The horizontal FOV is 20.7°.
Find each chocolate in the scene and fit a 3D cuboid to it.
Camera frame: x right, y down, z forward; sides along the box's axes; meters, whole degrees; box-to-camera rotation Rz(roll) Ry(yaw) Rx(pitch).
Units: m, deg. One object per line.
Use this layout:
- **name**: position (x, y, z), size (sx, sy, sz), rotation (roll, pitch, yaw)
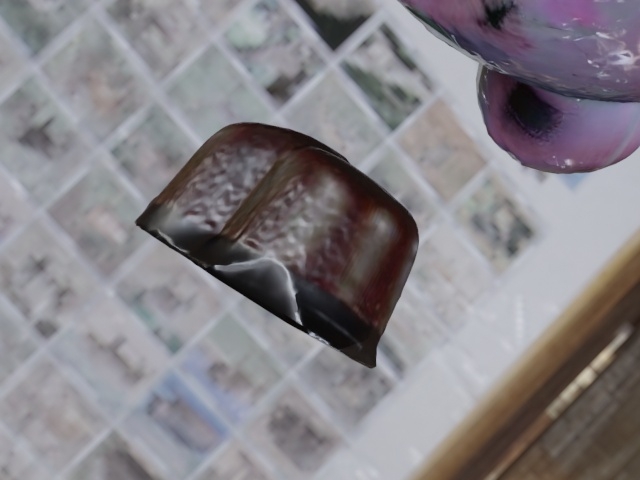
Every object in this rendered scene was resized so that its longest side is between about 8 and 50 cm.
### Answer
- **chocolate**: position (0.000, 0.000, 0.812), size (0.125, 0.080, 0.149), rotation (31, 178, -38)

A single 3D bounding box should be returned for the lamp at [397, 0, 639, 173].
- **lamp**: position (0.068, -0.187, 0.559), size (0.247, 0.247, 0.301), rotation (-42, 65, 51)
